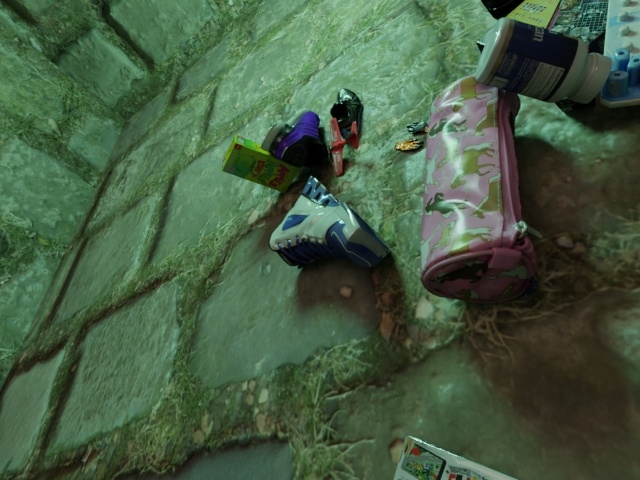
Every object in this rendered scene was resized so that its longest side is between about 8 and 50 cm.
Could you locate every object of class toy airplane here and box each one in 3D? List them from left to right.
[{"bbox_3d":[0.055,-0.241,1.015,0.151,0.028,0.151,178,90,-66],"label":"toy airplane"}]

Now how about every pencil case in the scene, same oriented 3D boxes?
[{"bbox_3d":[0.247,-0.094,0.660,0.167,0.160,0.386,-7,53,26],"label":"pencil case"}]

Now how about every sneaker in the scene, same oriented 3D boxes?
[{"bbox_3d":[-0.038,-0.259,1.099,0.102,0.146,0.293,-57,-2,33],"label":"sneaker"},{"bbox_3d":[-0.001,-0.001,0.854,0.182,0.127,0.315,-49,32,5],"label":"sneaker"},{"bbox_3d":[0.067,-0.352,1.101,0.067,0.078,0.188,-21,47,27],"label":"sneaker"}]

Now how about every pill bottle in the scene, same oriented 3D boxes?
[{"bbox_3d":[0.335,-0.266,0.625,0.169,0.094,0.094,18,65,4],"label":"pill bottle"}]

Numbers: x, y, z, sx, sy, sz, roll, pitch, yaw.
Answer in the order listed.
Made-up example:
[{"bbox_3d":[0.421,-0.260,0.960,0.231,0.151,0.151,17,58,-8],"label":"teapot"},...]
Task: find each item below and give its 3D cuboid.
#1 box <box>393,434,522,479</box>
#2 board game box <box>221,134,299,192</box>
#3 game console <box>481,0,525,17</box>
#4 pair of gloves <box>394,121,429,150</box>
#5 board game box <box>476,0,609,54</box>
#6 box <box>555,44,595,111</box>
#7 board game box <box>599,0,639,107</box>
[{"bbox_3d":[0.179,0.320,0.476,0.207,0.036,0.114,2,60,44],"label":"box"},{"bbox_3d":[-0.155,-0.197,1.081,0.092,0.181,0.043,-54,32,32],"label":"board game box"},{"bbox_3d":[0.483,-0.687,1.022,0.213,0.044,0.361,-27,43,24],"label":"game console"},{"bbox_3d":[0.210,-0.235,0.927,0.074,0.010,0.083,19,71,49],"label":"pair of gloves"},{"bbox_3d":[0.452,-0.409,0.820,0.165,0.042,0.243,-39,40,12],"label":"board game box"},{"bbox_3d":[0.426,-0.268,0.690,0.052,0.062,0.083,1,88,43],"label":"box"},{"bbox_3d":[0.636,-0.369,0.575,0.390,0.050,0.390,3,60,36],"label":"board game box"}]
